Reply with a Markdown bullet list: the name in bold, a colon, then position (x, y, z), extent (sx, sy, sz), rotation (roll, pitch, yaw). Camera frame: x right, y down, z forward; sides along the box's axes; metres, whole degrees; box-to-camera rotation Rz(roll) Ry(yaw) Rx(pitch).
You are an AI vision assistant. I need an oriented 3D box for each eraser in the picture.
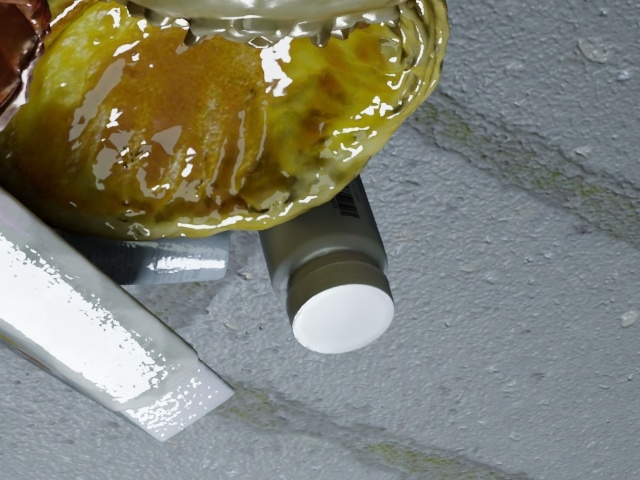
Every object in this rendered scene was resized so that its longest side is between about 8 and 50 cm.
- **eraser**: position (-0.252, 0.028, 1.220), extent (0.082, 0.213, 0.397), rotation (-57, 139, -12)

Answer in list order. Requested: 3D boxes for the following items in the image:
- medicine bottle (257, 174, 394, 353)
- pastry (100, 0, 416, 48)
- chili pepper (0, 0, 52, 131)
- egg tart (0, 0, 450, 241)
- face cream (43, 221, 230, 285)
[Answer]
- **medicine bottle**: position (0.000, 0.000, 1.329), extent (0.102, 0.187, 0.103), rotation (-9, 137, -9)
- **pastry**: position (-0.035, -0.292, 0.880), extent (0.409, 0.410, 0.245), rotation (-7, 158, -10)
- **chili pepper**: position (-0.323, -0.181, 0.914), extent (0.305, 0.251, 0.229), rotation (45, 127, 1)
- **egg tart**: position (-0.096, -0.153, 1.157), extent (0.388, 0.169, 0.388), rotation (-9, 140, -7)
- **face cream**: position (-0.183, 0.006, 1.376), extent (0.198, 0.057, 0.084), rotation (1, 135, -16)
